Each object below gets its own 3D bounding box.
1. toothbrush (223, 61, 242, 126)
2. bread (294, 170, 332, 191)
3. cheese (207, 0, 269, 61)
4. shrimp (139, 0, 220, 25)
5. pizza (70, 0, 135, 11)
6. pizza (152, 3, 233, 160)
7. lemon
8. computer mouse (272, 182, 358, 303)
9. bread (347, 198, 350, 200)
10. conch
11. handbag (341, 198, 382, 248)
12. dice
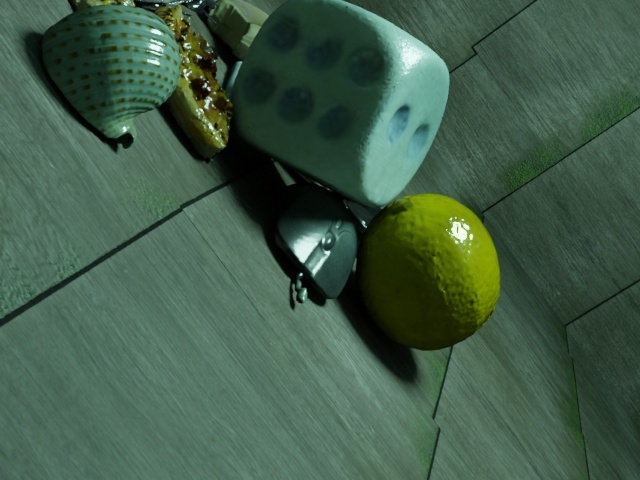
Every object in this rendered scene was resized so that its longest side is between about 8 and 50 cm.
[{"bbox_3d":[-0.158,-0.258,1.769,0.342,0.030,0.025,-89,164,-65],"label":"toothbrush"},{"bbox_3d":[0.037,-0.195,1.898,0.110,0.192,0.210,36,17,-11],"label":"bread"},{"bbox_3d":[-0.170,-0.440,2.007,0.286,0.082,0.163,44,23,27],"label":"cheese"},{"bbox_3d":[-0.265,-0.432,1.658,0.343,0.145,0.116,9,73,-62],"label":"shrimp"},{"bbox_3d":[-0.314,-0.337,1.460,0.185,0.052,0.195,35,25,-42],"label":"pizza"},{"bbox_3d":[-0.197,-0.251,1.553,0.161,0.085,0.305,31,30,-57],"label":"pizza"},{"bbox_3d":[0.181,0.054,1.697,0.267,0.267,0.267,48,17,-20],"label":"lemon"},{"bbox_3d":[0.000,0.000,1.599,0.167,0.090,0.379,48,19,-17],"label":"computer mouse"},{"bbox_3d":[0.092,-0.134,1.988,0.083,0.114,0.211,39,-8,-10],"label":"bread"},{"bbox_3d":[-0.247,-0.227,1.272,0.172,0.131,0.200,32,26,-55],"label":"conch"},{"bbox_3d":[0.145,0.015,1.991,0.192,0.075,0.332,58,18,20],"label":"handbag"},{"bbox_3d":[0.034,-0.224,1.631,0.268,0.265,0.262,29,2,22],"label":"dice"}]
